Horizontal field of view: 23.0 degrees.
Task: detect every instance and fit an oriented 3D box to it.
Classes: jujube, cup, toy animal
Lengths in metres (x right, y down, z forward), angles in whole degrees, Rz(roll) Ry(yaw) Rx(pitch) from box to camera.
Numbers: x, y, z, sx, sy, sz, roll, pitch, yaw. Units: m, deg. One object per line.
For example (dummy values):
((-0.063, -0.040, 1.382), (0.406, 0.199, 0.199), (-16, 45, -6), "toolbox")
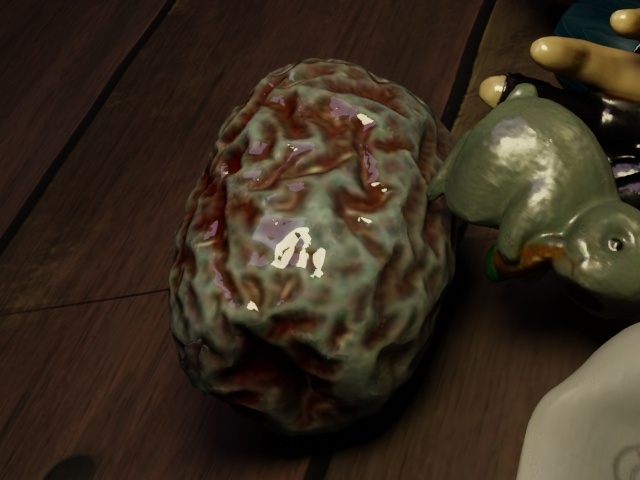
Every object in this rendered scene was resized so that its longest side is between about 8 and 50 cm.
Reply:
((0.000, 0.000, 1.218), (0.226, 0.226, 0.317), (-8, 37, 27), "jujube")
((0.261, -0.145, 1.361), (0.150, 0.113, 0.138), (-28, 28, -7), "cup")
((0.188, -0.008, 1.116), (0.236, 0.108, 0.138), (36, 108, 33), "toy animal")

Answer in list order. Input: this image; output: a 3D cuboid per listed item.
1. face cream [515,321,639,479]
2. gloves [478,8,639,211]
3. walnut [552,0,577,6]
((0.185, 0.194, 0.824), (0.137, 0.235, 0.420), (-48, 11, 41), "face cream")
((0.266, -0.084, 1.213), (0.301, 0.152, 0.197), (8, 65, 17), "gloves")
((0.303, -0.399, 1.484), (0.381, 0.381, 0.381), (-19, 31, 12), "walnut")
